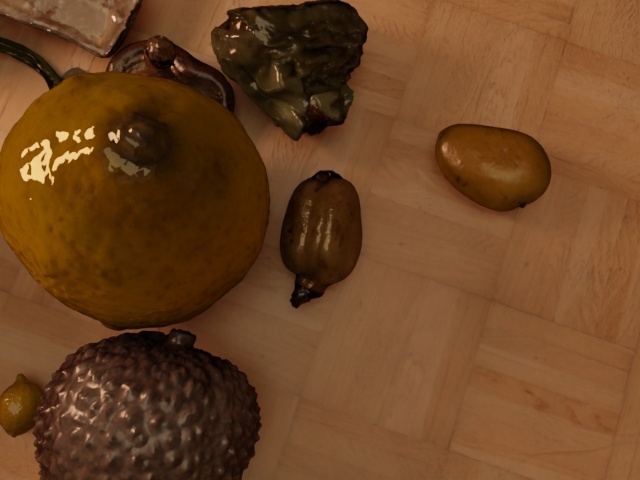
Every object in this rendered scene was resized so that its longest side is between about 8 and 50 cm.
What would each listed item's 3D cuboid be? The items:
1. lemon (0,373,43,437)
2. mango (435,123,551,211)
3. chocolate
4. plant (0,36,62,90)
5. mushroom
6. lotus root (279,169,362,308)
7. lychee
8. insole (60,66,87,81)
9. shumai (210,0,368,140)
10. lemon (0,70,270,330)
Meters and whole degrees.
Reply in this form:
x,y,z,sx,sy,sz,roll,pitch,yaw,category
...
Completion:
x,y,z,sx,sy,sz,roll,pitch,yaw,category
-0.454,0.249,0.806,0.065,0.065,0.092,-3,74,-2,lemon
0.281,-0.127,0.881,0.195,0.098,0.137,33,83,12,mango
-0.449,-0.434,0.889,0.303,0.100,0.185,23,92,-11,chocolate
-0.613,-0.330,0.894,0.180,0.333,0.251,-42,38,22,plant
-0.248,-0.264,0.824,0.227,0.217,0.148,22,81,2,mushroom
0.000,0.000,0.838,0.125,0.118,0.220,3,81,32,lotus root
-0.226,0.252,0.697,0.300,0.300,0.300,0,80,-2,lychee
-0.374,-0.226,0.918,0.192,0.010,0.063,44,81,7,insole
-0.042,-0.275,0.876,0.256,0.189,0.218,-16,99,-20,shumai
-0.237,-0.054,0.714,0.350,0.387,0.349,7,71,-23,lemon
